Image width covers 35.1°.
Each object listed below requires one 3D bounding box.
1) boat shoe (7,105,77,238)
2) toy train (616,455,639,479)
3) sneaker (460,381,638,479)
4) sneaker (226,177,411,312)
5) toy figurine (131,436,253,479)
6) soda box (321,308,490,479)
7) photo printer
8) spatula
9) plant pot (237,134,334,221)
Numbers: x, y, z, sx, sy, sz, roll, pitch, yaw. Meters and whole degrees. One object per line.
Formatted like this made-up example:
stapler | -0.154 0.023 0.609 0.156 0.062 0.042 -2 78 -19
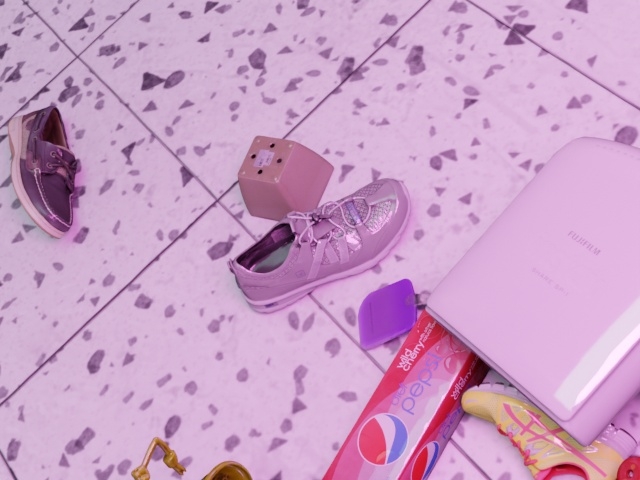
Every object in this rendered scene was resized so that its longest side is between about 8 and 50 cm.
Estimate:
boat shoe | -0.458 -0.126 1.707 0.092 0.103 0.285 -33 48 10
toy train | 0.388 0.326 1.014 0.248 0.105 0.143 18 82 60
sneaker | 0.253 0.232 1.180 0.209 0.081 0.094 19 77 27
sneaker | 0.000 0.000 1.410 0.281 0.115 0.105 -35 54 3
toy figurine | -0.234 0.438 1.235 0.217 0.191 0.362 -27 41 51
soda box | 0.113 0.220 1.254 0.092 0.083 0.263 23 75 33
photo printer | 0.302 0.038 1.132 0.307 0.107 0.256 -48 49 0
spatula | 0.183 0.071 1.338 0.297 0.030 0.084 -16 55 16
plant pot | -0.061 -0.097 1.506 0.109 0.096 0.109 12 68 29
